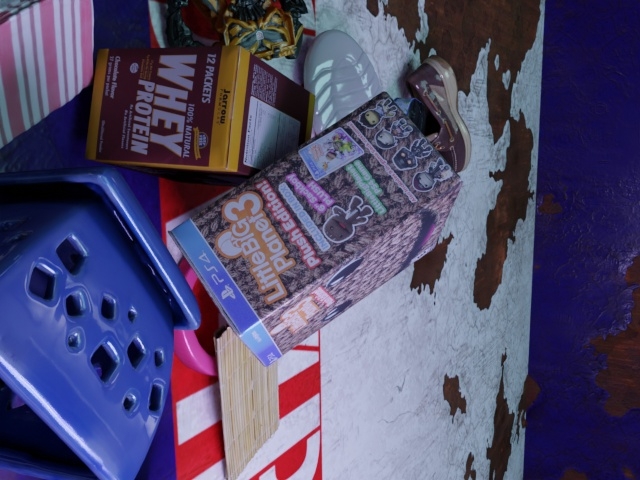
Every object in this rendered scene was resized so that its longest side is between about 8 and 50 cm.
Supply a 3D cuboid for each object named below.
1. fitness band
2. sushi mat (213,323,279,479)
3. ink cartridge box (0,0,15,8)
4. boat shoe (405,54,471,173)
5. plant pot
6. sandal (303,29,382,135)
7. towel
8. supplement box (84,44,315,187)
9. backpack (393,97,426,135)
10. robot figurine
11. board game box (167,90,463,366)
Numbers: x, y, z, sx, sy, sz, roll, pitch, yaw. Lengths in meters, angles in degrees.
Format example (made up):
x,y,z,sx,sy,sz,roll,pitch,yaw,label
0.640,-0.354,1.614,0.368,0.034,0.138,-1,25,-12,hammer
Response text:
x,y,z,sx,sy,sz,roll,pitch,yaw,label
-0.121,0.078,0.962,0.291,0.054,0.209,-43,130,-46,fitness band
-0.109,0.226,0.966,0.151,0.019,0.317,-40,140,-48,sushi mat
-0.296,-0.341,0.581,0.189,0.066,0.232,-57,144,-36,ink cartridge box
0.281,-0.283,1.530,0.123,0.123,0.342,-38,138,-13,boat shoe
-0.263,0.065,0.570,0.212,0.236,0.236,-65,144,-41,plant pot
0.056,-0.183,1.173,0.169,0.102,0.416,-39,118,-31,sandal
-0.295,-0.169,0.605,0.197,0.029,0.144,-54,173,-40,towel
-0.136,-0.139,0.749,0.194,0.191,0.129,8,88,-67,supplement box
0.182,-0.257,1.374,0.105,0.084,0.114,16,86,-59,backpack
-0.118,-0.354,0.818,0.211,0.085,0.291,-23,113,-23,robot figurine
0.000,0.000,0.757,0.291,0.141,0.232,-34,163,-9,board game box
